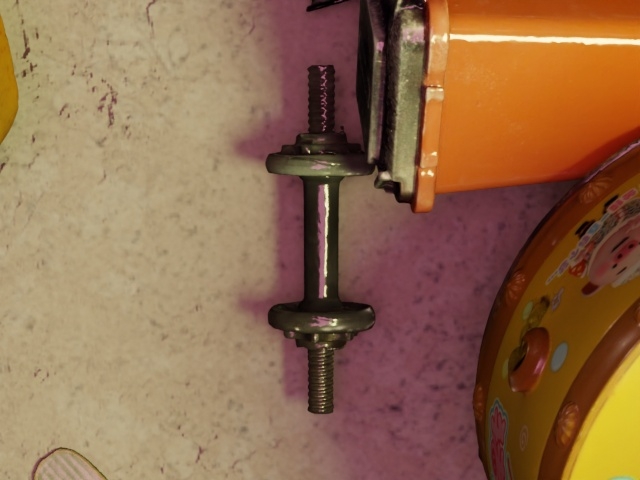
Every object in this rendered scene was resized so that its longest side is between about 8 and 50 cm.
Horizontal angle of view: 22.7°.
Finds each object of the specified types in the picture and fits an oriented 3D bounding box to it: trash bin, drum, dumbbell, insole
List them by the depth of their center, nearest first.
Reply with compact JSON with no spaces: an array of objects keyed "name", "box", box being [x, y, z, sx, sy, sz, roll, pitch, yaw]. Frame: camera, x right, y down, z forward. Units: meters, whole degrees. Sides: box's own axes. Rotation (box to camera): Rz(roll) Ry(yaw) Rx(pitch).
[{"name":"drum","box":[0.320,0.133,1.019,0.431,0.214,0.431,-2,110,-4]},{"name":"trash bin","box":[0.147,-0.131,1.083,0.239,0.161,0.184,-2,127,-3]},{"name":"dumbbell","box":[0.000,0.000,1.158,0.082,0.081,0.254,1,95,4]},{"name":"insole","box":[-0.147,0.234,1.223,0.064,0.004,0.188,-44,90,5]}]

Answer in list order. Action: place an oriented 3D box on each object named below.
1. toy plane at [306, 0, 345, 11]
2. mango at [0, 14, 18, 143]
[{"name":"toy plane","box":[0.150,-0.282,1.123,0.382,0.106,0.155,-17,98,5]},{"name":"mango","box":[-0.325,-0.171,1.118,0.191,0.160,0.290,-12,88,-24]}]
